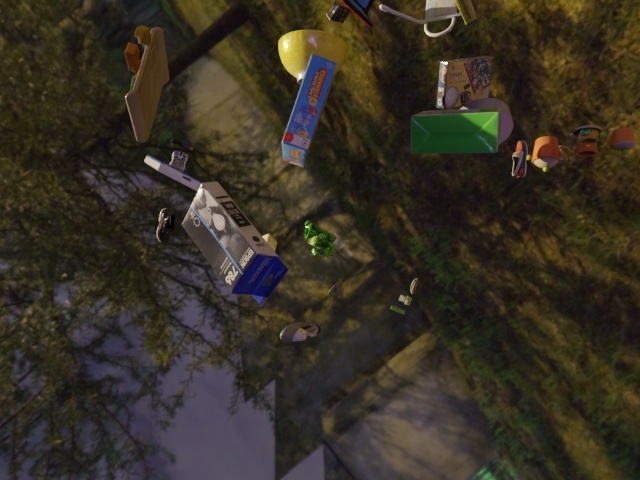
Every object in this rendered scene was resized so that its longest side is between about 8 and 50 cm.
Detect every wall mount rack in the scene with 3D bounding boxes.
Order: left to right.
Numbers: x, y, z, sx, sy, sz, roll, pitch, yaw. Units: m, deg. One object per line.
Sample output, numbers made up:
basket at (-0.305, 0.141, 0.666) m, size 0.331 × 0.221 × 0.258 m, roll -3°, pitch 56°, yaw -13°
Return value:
wall mount rack at (0.390, -0.918, 1.670) m, size 0.130 × 0.304 × 0.350 m, roll 48°, pitch -133°, yaw -57°

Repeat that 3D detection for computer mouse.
computer mouse at (-0.625, -0.374, 2.009) m, size 0.106 × 0.193 × 0.042 m, roll 16°, pitch -127°, yaw -23°

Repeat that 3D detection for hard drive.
hard drive at (-0.559, -0.257, 1.769) m, size 0.210 × 0.040 × 0.318 m, roll 28°, pitch 179°, yaw -32°

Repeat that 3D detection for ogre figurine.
ogre figurine at (0.000, 0.000, 1.875) m, size 0.118 × 0.097 × 0.197 m, roll 22°, pitch -167°, yaw -32°

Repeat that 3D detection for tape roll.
tape roll at (0.629, -0.447, 1.762) m, size 0.219 × 0.219 × 0.072 m, roll 52°, pitch -148°, yaw -53°

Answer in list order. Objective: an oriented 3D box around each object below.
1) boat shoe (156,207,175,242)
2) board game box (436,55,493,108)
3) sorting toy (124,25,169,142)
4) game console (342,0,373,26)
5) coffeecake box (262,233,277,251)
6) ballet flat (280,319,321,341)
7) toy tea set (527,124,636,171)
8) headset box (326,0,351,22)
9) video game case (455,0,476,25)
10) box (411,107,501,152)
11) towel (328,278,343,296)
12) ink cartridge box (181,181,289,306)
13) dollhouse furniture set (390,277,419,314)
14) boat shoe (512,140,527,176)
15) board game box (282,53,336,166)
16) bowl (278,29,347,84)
boat shoe at (-0.505, -0.042, 1.488) m, size 0.042 × 0.133 × 0.049 m, roll 29°, pitch -146°, yaw 14°
board game box at (0.545, -0.598, 1.707) m, size 0.042 × 0.243 × 0.165 m, roll 35°, pitch 135°, yaw 49°
sorting toy at (-0.443, -0.419, 1.138) m, size 0.041 × 0.229 × 0.307 m, roll 13°, pitch 157°, yaw -8°
game console at (0.123, -0.750, 1.385) m, size 0.144 × 0.085 × 0.124 m, roll 22°, pitch -141°, yaw -40°
coffeecake box at (-0.283, 0.076, 2.037) m, size 0.068 × 0.142 × 0.185 m, roll 48°, pitch -145°, yaw -34°
ballet flat at (-0.065, 0.341, 1.692) m, size 0.068 × 0.072 × 0.213 m, roll 23°, pitch -167°, yaw 29°
toy tea set at (0.925, -0.313, 1.619) m, size 0.200 × 0.124 × 0.336 m, roll 11°, pitch 170°, yaw -30°
headset box at (0.074, -0.868, 1.723) m, size 0.083 × 0.062 × 0.032 m, roll -15°, pitch -112°, yaw -44°
video game case at (0.369, -0.793, 1.297) m, size 0.248 × 0.035 × 0.275 m, roll 40°, pitch -139°, yaw -41°
box at (0.447, -0.358, 1.480) m, size 0.231 × 0.262 × 0.127 m, roll -40°, pitch -50°, yaw -59°
towel at (0.066, 0.203, 1.950) m, size 0.009 × 0.083 × 0.060 m, roll 37°, pitch 160°, yaw 24°
ink cartridge box at (-0.237, 0.013, 1.209) m, size 0.333 × 0.165 × 0.065 m, roll 47°, pitch -147°, yaw 18°
dollhouse furniture set at (0.328, 0.207, 1.752) m, size 0.058 × 0.152 × 0.076 m, roll 21°, pitch 176°, yaw 19°
boat shoe at (0.715, -0.296, 1.634) m, size 0.049 × 0.043 × 0.137 m, roll 115°, pitch 159°, yaw -84°
board game box at (-0.045, -0.433, 1.575) m, size 0.086 × 0.302 × 0.308 m, roll 18°, pitch 179°, yaw -4°
bowl at (-0.034, -0.729, 1.875) m, size 0.289 × 0.289 × 0.156 m, roll 53°, pitch -141°, yaw -88°
